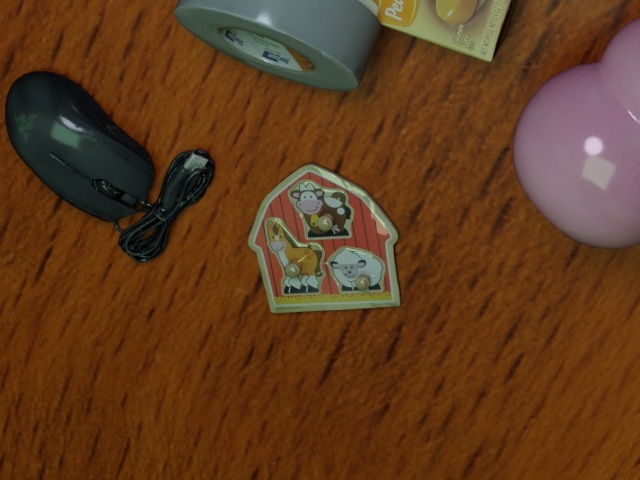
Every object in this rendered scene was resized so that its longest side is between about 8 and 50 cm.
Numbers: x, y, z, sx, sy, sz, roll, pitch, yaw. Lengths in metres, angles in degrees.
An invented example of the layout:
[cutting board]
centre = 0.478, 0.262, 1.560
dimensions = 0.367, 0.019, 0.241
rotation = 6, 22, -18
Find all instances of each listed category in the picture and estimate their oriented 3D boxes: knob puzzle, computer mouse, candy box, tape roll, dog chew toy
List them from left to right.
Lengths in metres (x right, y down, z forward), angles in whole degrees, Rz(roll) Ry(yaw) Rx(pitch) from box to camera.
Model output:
[computer mouse]
centre = -0.281, -0.100, 2.078
dimensions = 0.272, 0.072, 0.188
rotation = 38, 120, -3
[tape roll]
centre = -0.047, -0.240, 1.858
dimensions = 0.219, 0.219, 0.072
rotation = 21, 83, 7
[knob puzzle]
centre = 0.000, 0.000, 2.062
dimensions = 0.213, 0.030, 0.213
rotation = 7, 116, 14
[candy box]
centre = 0.073, -0.337, 1.849
dimensions = 0.316, 0.087, 0.183
rotation = 20, 118, 7
[dog chew toy]
centre = 0.364, -0.144, 1.795
dimensions = 0.206, 0.206, 0.332
rotation = 44, 111, -6
